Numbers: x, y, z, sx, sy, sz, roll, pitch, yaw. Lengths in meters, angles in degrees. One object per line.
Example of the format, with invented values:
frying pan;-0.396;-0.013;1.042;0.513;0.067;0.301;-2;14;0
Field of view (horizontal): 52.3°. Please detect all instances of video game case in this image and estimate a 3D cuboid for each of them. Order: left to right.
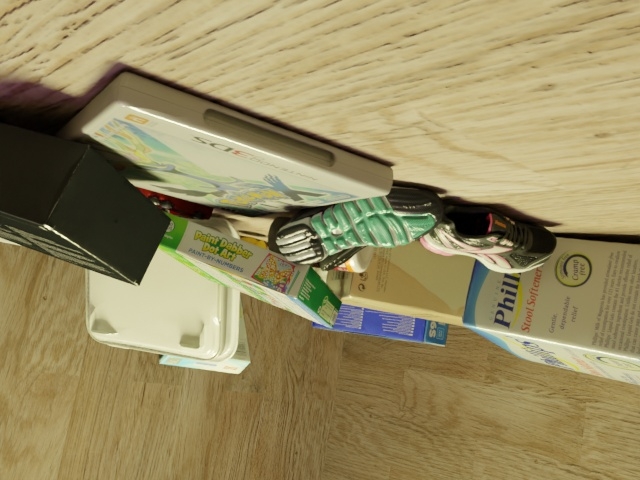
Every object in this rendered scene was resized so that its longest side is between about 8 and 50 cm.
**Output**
video game case;-0.132;-0.088;0.755;0.300;0.036;0.329;15;170;-31

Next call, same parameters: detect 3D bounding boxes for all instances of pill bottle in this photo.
pill bottle;0.000;0.000;1.007;0.152;0.086;0.086;6;170;25

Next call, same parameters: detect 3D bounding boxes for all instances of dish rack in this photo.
dish rack;-0.316;0.087;1.233;0.333;0.285;0.072;6;-172;18

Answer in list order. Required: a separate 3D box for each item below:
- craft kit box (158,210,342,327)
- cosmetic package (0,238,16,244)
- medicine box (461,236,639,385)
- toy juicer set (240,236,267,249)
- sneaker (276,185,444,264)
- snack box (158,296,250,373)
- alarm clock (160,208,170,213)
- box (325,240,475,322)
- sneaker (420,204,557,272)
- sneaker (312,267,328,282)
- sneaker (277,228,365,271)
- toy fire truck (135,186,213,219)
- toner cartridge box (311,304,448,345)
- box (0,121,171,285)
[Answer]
craft kit box;-0.106;0.051;1.005;0.247;0.060;0.250;17;168;16
cosmetic package;-0.562;-0.069;1.006;0.377;0.097;0.284;13;178;-22
medicine box;0.397;0.107;0.941;0.289;0.149;0.263;7;165;38
toy juicer set;-0.151;0.034;1.414;0.329;0.089;0.209;24;152;-28
sneaker;0.050;-0.039;0.832;0.224;0.098;0.083;-12;119;25
snack box;-0.268;0.129;1.438;0.187;0.321;0.060;16;134;-34
alarm clock;-0.288;-0.045;1.082;0.192;0.064;0.129;-3;171;36
box;0.178;0.073;1.159;0.311;0.121;0.148;12;170;-15
sneaker;0.216;-0.005;0.815;0.178;0.071;0.077;5;161;-9
sneaker;0.051;0.069;1.362;0.094;0.091;0.258;12;171;-18
sneaker;0.029;-0.020;0.919;0.170;0.089;0.051;-34;160;16
toy fire truck;-0.266;-0.072;0.954;0.135;0.047;0.192;3;170;36
toner cartridge box;0.132;0.135;1.466;0.075;0.165;0.348;16;170;-41
box;-0.340;-0.053;0.768;0.261;0.103;0.184;16;165;22
